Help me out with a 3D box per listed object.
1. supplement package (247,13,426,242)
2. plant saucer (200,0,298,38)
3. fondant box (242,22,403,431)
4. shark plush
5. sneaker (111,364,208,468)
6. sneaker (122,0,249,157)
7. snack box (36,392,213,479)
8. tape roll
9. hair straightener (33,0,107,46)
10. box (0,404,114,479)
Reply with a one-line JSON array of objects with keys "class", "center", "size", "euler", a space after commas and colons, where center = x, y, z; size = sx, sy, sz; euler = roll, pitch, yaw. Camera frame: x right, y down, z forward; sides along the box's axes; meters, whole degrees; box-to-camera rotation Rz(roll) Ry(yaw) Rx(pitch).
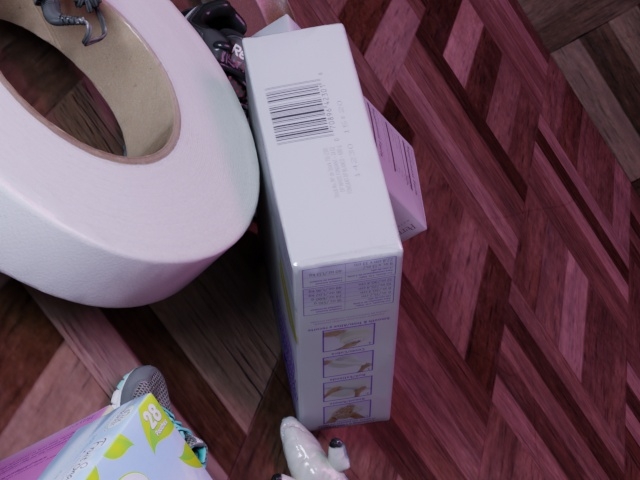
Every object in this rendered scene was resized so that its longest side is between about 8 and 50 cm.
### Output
[{"class": "supplement package", "center": [-0.012, -0.093, 1.604], "size": [0.244, 0.139, 0.134], "euler": [42, 29, -37]}, {"class": "plant saucer", "center": [-0.093, -0.280, 1.776], "size": [0.198, 0.036, 0.198], "euler": [47, 27, -32]}, {"class": "fondant box", "center": [0.000, 0.000, 1.379], "size": [0.330, 0.096, 0.238], "euler": [87, -9, -59]}, {"class": "shark plush", "center": [0.015, 0.235, 1.412], "size": [0.161, 0.073, 0.067], "euler": [49, -4, -18]}, {"class": "sneaker", "center": [-0.119, 0.164, 1.179], "size": [0.065, 0.076, 0.166], "euler": [40, 32, -43]}, {"class": "sneaker", "center": [-0.113, -0.128, 1.443], "size": [0.097, 0.135, 0.276], "euler": [43, 31, -42]}, {"class": "snack box", "center": [-0.094, 0.220, 0.879], "size": [0.207, 0.070, 0.174], "euler": [55, 24, -11]}, {"class": "tape roll", "center": [-0.215, -0.124, 1.211], "size": [0.392, 0.072, 0.392], "euler": [35, 32, -26]}, {"class": "hair straightener", "center": [-0.203, -0.245, 1.245], "size": [0.089, 0.047, 0.230], "euler": [19, 40, -42]}, {"class": "box", "center": [-0.157, 0.263, 0.941], "size": [0.213, 0.117, 0.243], "euler": [57, 23, -12]}]
